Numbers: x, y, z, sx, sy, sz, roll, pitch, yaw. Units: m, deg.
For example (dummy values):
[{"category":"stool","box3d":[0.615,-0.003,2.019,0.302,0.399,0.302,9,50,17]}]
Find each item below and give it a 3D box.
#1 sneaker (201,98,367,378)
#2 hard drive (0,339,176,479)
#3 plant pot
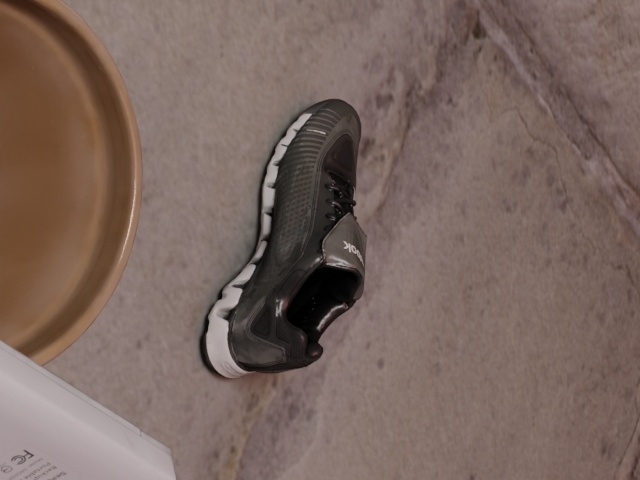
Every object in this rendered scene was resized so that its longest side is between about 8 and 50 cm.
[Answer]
[{"category":"sneaker","box3d":[0.000,0.000,1.228,0.078,0.106,0.234,41,63,-43]},{"category":"hard drive","box3d":[-0.253,0.113,0.900,0.307,0.203,0.040,41,23,-42]},{"category":"plant pot","box3d":[-0.227,-0.038,0.966,0.237,0.110,0.237,-6,97,-49]}]
